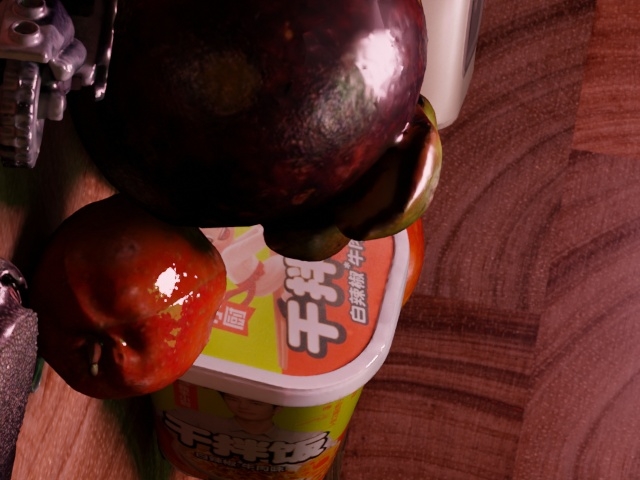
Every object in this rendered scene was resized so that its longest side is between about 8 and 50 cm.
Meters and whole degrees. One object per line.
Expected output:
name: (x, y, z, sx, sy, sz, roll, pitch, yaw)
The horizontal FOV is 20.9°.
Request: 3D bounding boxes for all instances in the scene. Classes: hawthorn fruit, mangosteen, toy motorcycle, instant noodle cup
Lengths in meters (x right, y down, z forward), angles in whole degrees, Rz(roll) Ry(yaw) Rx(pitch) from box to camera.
hawthorn fruit: (-0.161, 0.054, 1.380, 0.194, 0.157, 0.157, -69, 166, -60)
mangosteen: (-0.048, -0.130, 1.344, 0.311, 0.311, 0.311, 10, 90, -80)
toy motorcycle: (-0.181, -0.171, 1.144, 0.270, 0.106, 0.159, -92, -171, -55)
instant noodle cup: (-0.060, 0.107, 1.783, 0.308, 0.294, 0.294, 98, 7, -55)

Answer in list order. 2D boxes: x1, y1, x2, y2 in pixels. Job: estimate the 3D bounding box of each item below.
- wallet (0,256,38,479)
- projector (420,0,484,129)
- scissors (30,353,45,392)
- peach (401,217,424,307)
wallet: (-0.263, 0.170, 1.179, 0.221, 0.071, 0.262, -70, 173, -50)
projector: (0.065, -0.298, 2.055, 0.248, 0.249, 0.249, -65, 162, -58)
scissors: (-0.230, 0.089, 1.455, 0.036, 0.006, 0.083, 91, 13, -52)
peach: (0.000, 0.000, 2.013, 0.281, 0.238, 0.281, 12, 90, -80)
